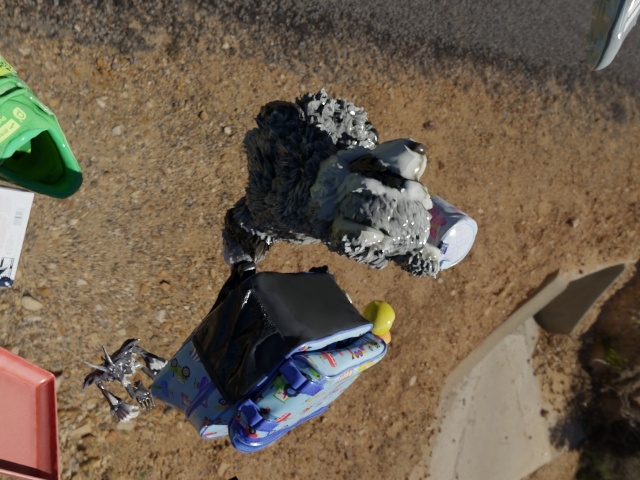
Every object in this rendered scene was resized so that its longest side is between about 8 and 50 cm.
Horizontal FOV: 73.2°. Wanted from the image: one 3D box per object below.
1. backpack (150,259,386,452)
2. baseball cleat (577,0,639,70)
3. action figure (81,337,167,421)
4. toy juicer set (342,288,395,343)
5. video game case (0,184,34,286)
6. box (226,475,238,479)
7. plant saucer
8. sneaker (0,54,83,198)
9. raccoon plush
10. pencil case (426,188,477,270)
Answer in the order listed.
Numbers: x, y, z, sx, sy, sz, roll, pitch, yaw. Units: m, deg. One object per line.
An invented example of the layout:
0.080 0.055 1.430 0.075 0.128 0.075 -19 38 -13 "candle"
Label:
-0.051 0.112 0.379 0.117 0.173 0.158 51 18 23 "backpack"
0.375 -0.295 0.484 0.205 0.110 0.072 81 15 -44 "baseball cleat"
-0.451 0.335 1.046 0.141 0.275 0.164 34 71 19 "action figure"
0.023 0.167 0.645 0.209 0.089 0.329 -34 152 6 "toy juicer set"
-0.893 -0.019 1.078 0.244 0.061 0.269 10 99 -53 "video game case"
-0.156 0.336 0.489 0.137 0.027 0.094 -9 123 -35 "box"
-0.615 0.331 0.827 0.048 0.259 0.258 -29 141 -6 "plant saucer"
-0.322 -0.139 0.399 0.109 0.124 0.295 -55 161 -16 "sneaker"
0.000 0.000 0.663 0.216 0.446 0.299 -2 53 -26 "raccoon plush"
0.201 -0.055 0.926 0.114 0.273 0.124 -8 128 -33 "pencil case"
